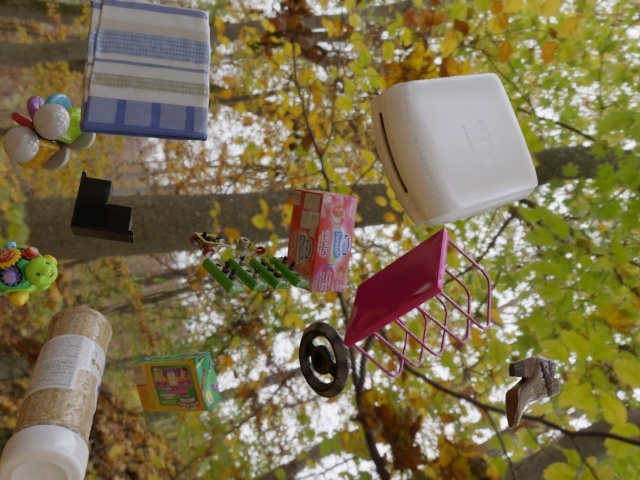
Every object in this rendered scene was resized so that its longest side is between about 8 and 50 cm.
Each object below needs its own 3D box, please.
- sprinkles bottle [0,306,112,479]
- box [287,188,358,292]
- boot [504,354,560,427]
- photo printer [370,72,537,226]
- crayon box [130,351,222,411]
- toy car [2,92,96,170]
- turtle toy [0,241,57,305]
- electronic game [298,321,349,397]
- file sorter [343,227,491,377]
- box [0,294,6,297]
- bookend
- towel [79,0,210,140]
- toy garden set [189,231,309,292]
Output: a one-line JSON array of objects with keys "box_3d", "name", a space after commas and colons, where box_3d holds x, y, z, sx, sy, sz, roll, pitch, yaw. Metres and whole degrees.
[{"box_3d": [-0.438, 0.260, 1.032, 0.355, 0.121, 0.121, -109, -161, -58], "name": "sprinkles bottle"}, {"box_3d": [0.000, 0.000, 1.593, 0.128, 0.122, 0.257, 15, -80, 51], "name": "box"}, {"box_3d": [0.354, 0.250, 1.005, 0.042, 0.087, 0.118, 179, -85, -76], "name": "boot"}, {"box_3d": [0.232, -0.166, 1.080, 0.107, 0.307, 0.256, -25, -97, 53], "name": "photo printer"}, {"box_3d": [-0.459, 0.450, 1.921, 0.278, 0.081, 0.165, -10, -83, 30], "name": "crayon box"}, {"box_3d": [-0.590, -0.242, 1.298, 0.136, 0.182, 0.159, 56, 6, 9], "name": "toy car"}, {"box_3d": [-0.454, 0.045, 0.923, 0.130, 0.095, 0.066, 12, -39, 18], "name": "turtle toy"}, {"box_3d": [0.008, 0.360, 1.832, 0.229, 0.048, 0.229, 6, -83, 50], "name": "electronic game"}, {"box_3d": [0.230, 0.158, 1.404, 0.182, 0.202, 0.290, 40, -52, -16], "name": "file sorter"}, {"box_3d": [-0.758, 0.087, 1.277, 0.136, 0.225, 0.037, 127, -31, -74], "name": "box"}, {"box_3d": [-0.559, -0.086, 1.598, 0.072, 0.156, 0.157, 129, -34, -67], "name": "bookend"}, {"box_3d": [-0.294, -0.295, 1.038, 0.034, 0.209, 0.285, 118, -30, -61], "name": "towel"}, {"box_3d": [-0.168, 0.039, 1.416, 0.204, 0.244, 0.049, 39, -65, 35], "name": "toy garden set"}]
